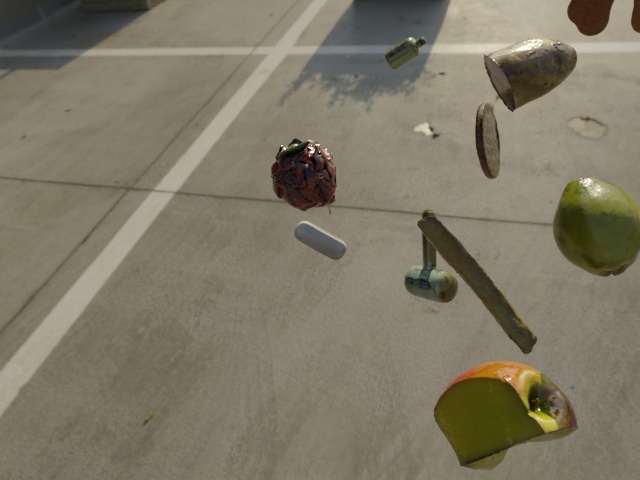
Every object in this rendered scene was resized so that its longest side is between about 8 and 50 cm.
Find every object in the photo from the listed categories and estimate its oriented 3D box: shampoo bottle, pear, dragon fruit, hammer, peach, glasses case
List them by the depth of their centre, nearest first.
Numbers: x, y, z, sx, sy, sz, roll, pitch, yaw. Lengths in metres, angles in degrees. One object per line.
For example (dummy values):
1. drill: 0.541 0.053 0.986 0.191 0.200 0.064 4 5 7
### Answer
1. pear: 0.730 -0.039 1.217 0.212 0.212 0.269 -9 72 1
2. peach: 0.486 0.477 1.275 0.306 0.380 0.242 4 47 -35
3. dragon fruit: -0.032 -0.183 1.467 0.234 0.293 0.234 -28 36 22
4. hammer: 0.359 0.046 1.525 0.113 0.305 0.202 -7 7 -29
5. glasses case: 0.000 0.000 1.606 0.193 0.074 0.049 28 16 -6
6. shampoo bottle: 0.337 -0.741 1.803 0.162 0.079 0.079 -23 34 33

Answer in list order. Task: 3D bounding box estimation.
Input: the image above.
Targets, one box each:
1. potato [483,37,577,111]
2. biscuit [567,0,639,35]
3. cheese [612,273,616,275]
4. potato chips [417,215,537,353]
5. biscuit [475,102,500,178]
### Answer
1. potato: 0.739 -0.599 1.594 0.266 0.229 0.229 -28 42 9
2. biscuit: 0.580 -0.554 0.858 0.202 0.334 0.047 7 46 29
3. cheese: 0.892 -0.002 1.441 0.106 0.256 0.037 -27 11 15
4. potato chips: 0.369 0.093 1.090 0.057 0.407 0.080 -40 6 11
5. biscuit: 0.697 -0.411 1.918 0.040 0.318 0.318 -5 40 33
